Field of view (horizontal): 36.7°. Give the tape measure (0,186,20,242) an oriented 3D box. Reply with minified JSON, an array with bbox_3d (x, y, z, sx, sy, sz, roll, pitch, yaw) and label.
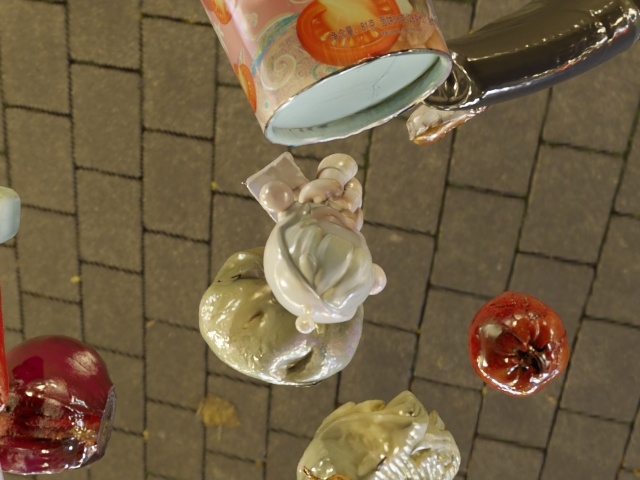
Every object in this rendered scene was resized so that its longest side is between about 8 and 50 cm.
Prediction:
[{"bbox_3d":[-0.714,-0.065,1.881,0.246,0.243,0.125,1,99,-17],"label":"tape measure"}]

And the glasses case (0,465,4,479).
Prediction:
[{"bbox_3d":[-0.595,0.373,1.647,0.113,0.075,0.297,41,141,31],"label":"glasses case"}]

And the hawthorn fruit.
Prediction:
[{"bbox_3d":[0.277,0.140,1.382,0.148,0.172,0.148,-1,106,-5],"label":"hawthorn fruit"}]

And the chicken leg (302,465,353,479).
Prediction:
[{"bbox_3d":[-0.019,0.316,1.153,0.101,0.207,0.085,29,93,40],"label":"chicken leg"}]

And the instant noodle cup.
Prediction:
[{"bbox_3d":[-0.004,-0.232,0.931,0.243,0.243,0.231,-26,77,24],"label":"instant noodle cup"}]

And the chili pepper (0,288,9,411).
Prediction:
[{"bbox_3d":[-0.307,0.019,0.825,0.071,0.272,0.063,0,148,-31],"label":"chili pepper"}]

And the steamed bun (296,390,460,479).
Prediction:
[{"bbox_3d":[0.092,0.455,2.014,0.237,0.394,0.347,30,116,41],"label":"steamed bun"}]

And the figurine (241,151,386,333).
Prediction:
[{"bbox_3d":[-0.011,0.000,1.111,0.144,0.257,0.182,-15,119,5],"label":"figurine"}]

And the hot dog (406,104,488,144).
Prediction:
[{"bbox_3d":[0.214,-0.211,1.536,0.059,0.108,0.191,47,141,-15],"label":"hot dog"}]

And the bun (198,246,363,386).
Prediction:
[{"bbox_3d":[-0.056,0.104,1.531,0.272,0.273,0.168,16,121,6],"label":"bun"}]

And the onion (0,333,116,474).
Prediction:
[{"bbox_3d":[-0.564,0.329,2.017,0.281,0.336,0.260,12,97,12],"label":"onion"}]

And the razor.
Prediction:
[{"bbox_3d":[0.289,-0.270,1.331,0.349,0.204,0.113,-27,108,-18],"label":"razor"}]
